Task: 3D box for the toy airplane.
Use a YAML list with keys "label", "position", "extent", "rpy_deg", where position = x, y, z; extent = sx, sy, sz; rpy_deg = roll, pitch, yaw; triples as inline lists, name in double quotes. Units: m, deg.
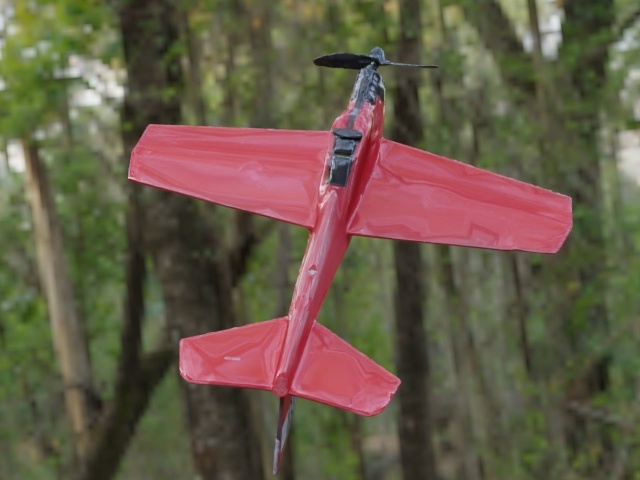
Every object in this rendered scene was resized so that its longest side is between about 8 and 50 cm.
- label: "toy airplane"
  position: [0.000, 0.000, 0.608]
  extent: [0.151, 0.151, 0.028]
  rpy_deg: [-7, -27, 2]
